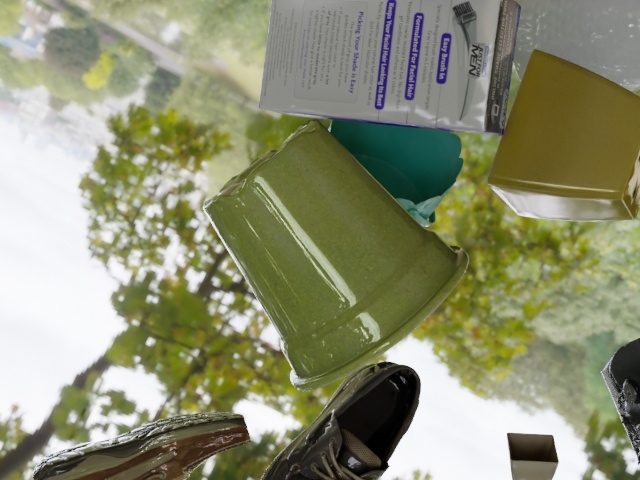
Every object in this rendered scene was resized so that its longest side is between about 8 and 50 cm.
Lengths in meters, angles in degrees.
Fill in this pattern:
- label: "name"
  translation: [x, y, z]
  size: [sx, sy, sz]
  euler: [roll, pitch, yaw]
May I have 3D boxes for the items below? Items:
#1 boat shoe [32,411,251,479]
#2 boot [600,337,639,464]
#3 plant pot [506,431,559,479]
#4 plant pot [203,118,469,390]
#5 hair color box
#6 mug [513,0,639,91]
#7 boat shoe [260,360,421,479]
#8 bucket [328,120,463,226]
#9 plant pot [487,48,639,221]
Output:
- label: "boat shoe"
  translation: [-0.263, 0.347, 1.529]
  size: [0.324, 0.120, 0.122]
  euler: [-14, -179, -11]
- label: "boot"
  translation: [0.673, 0.367, 1.787]
  size: [0.146, 0.445, 0.367]
  euler: [-2, 155, -18]
- label: "plant pot"
  translation: [0.482, 0.514, 2.316]
  size: [0.109, 0.096, 0.109]
  euler: [3, -155, 4]
- label: "plant pot"
  translation: [0.000, 0.000, 1.253]
  size: [0.254, 0.276, 0.276]
  euler: [53, 173, -8]
- label: "hair color box"
  translation: [0.093, -0.254, 1.407]
  size: [0.338, 0.185, 0.110]
  euler: [9, -175, 26]
- label: "mug"
  translation: [0.579, -0.465, 2.064]
  size: [0.328, 0.276, 0.374]
  euler: [3, 145, 44]
- label: "boat shoe"
  translation: [0.021, 0.296, 1.373]
  size: [0.132, 0.355, 0.130]
  euler: [36, 150, -2]
- label: "bucket"
  translation: [0.119, -0.131, 1.918]
  size: [0.281, 0.281, 0.183]
  euler: [26, 141, 0]
- label: "plant pot"
  translation: [0.394, -0.135, 1.509]
  size: [0.187, 0.212, 0.212]
  euler: [18, 176, 26]
